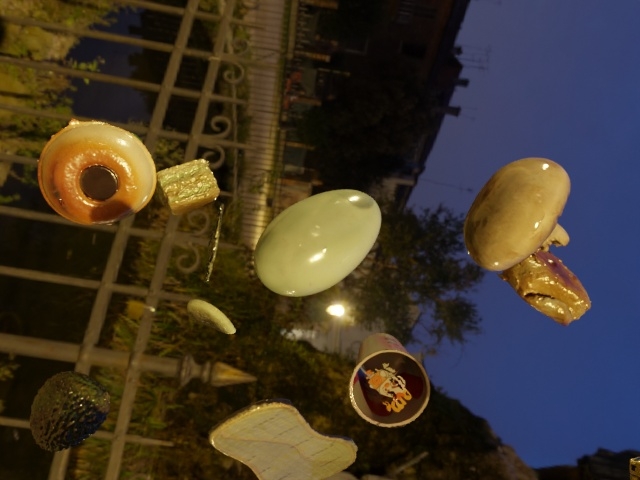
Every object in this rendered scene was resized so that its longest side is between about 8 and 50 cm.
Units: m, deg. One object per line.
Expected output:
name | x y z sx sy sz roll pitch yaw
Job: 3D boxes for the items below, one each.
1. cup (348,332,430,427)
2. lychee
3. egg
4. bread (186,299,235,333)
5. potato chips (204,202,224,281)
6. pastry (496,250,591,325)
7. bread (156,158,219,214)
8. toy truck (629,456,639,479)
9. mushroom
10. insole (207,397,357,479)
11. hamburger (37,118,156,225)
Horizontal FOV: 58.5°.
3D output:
cup | 0.172 0.347 1.517 0.288 0.203 0.202 -75 173 -84
lychee | -0.535 0.364 1.214 0.171 0.171 0.171 -172 -90 -87
egg | 0.000 0.000 1.461 0.230 0.371 0.229 47 -24 28
bread | -0.367 0.239 1.836 0.036 0.193 0.112 -53 146 -35
potato chips | -0.272 0.006 1.469 0.220 0.029 0.201 174 -74 -77
pastry | 0.522 0.096 1.334 0.100 0.218 0.229 -53 175 23
bread | -0.335 -0.128 1.438 0.102 0.138 0.196 69 -19 1
toy truck | 0.659 0.482 1.159 0.054 0.049 0.083 -2 -89 59
mushroom | 0.364 -0.040 1.035 0.226 0.178 0.226 -51 169 -13
insole | -0.030 0.241 0.651 0.009 0.119 0.348 62 -1 34
hamburger | -0.458 -0.132 1.174 0.147 0.237 0.236 -128 -136 -63
